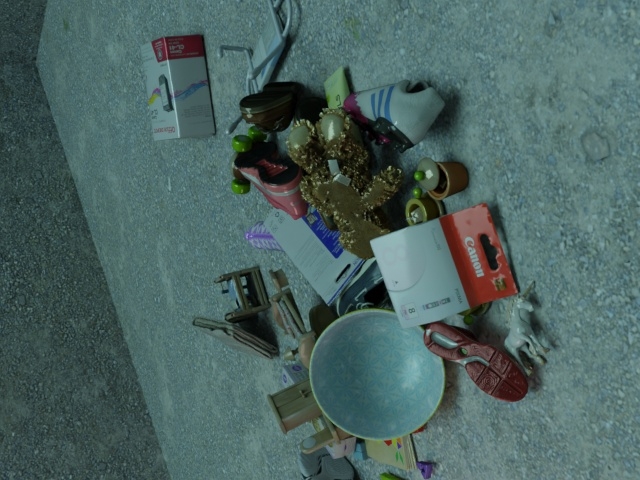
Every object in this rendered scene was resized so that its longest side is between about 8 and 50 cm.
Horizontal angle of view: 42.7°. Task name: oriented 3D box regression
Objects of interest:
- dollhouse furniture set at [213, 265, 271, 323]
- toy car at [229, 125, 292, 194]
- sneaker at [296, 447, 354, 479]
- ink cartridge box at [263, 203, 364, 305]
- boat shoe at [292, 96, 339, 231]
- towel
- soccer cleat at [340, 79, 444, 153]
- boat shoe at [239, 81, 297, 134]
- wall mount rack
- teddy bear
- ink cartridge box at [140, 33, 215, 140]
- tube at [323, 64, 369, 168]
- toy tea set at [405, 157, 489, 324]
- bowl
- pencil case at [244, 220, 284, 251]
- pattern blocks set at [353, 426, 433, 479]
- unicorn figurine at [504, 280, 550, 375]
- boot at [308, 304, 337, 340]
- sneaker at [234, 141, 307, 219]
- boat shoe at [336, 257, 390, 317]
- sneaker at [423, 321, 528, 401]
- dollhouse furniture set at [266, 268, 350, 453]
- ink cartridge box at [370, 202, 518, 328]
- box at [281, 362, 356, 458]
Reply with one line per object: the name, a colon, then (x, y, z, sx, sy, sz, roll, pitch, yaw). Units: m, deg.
dollhouse furniture set: (-0.257, 0.174, 2.454, 0.183, 0.129, 0.129, -33, 72, 57)
toy car: (-0.130, -0.194, 2.158, 0.188, 0.149, 0.155, 20, 125, 22)
sneaker: (0.045, 0.721, 2.142, 0.366, 0.137, 0.210, 40, 130, 41)
ink cartridge box: (0.000, 0.000, 1.967, 0.165, 0.065, 0.333, -51, 49, 15)
boat shoe: (0.008, -0.173, 1.922, 0.120, 0.122, 0.324, 135, 126, -61)
towel: (-0.264, 0.295, 2.478, 0.282, 0.187, 0.049, 0, 59, 60)
soccer cleat: (0.151, -0.267, 1.668, 0.116, 0.143, 0.331, 44, 180, -24)
boat shoe: (-0.109, -0.304, 1.943, 0.110, 0.307, 0.105, 2, 110, 15)
wall mount rack: (-0.172, -0.446, 2.057, 0.350, 0.130, 0.304, 122, 141, -51)
teddy bear: (0.058, -0.125, 1.741, 0.338, 0.113, 0.245, 47, 124, -6)
ink cartridge box: (-0.444, -0.468, 2.533, 0.226, 0.131, 0.306, 7, 105, 58)
tube: (0.053, -0.267, 1.860, 0.070, 0.062, 0.240, -16, 80, 19)
toy tea set: (0.214, 0.005, 1.623, 0.200, 0.124, 0.336, 0, 100, 59)
bowl: (0.131, 0.276, 1.796, 0.156, 0.289, 0.290, -28, -71, -78)
pencil case: (-0.120, -0.010, 2.205, 0.206, 0.088, 0.086, 1, 102, 60)
pattern blocks set: (0.162, 0.473, 1.970, 0.325, 0.026, 0.286, 13, 111, 57)
unicorn figurine: (0.369, 0.172, 1.490, 0.111, 0.060, 0.162, 54, 141, 33)
boot: (0.061, 0.230, 2.004, 0.213, 0.077, 0.165, 63, 147, 14)
sneaker: (-0.116, -0.136, 1.970, 0.314, 0.116, 0.136, 46, 162, 59)
boat shoe: (0.117, 0.120, 1.859, 0.254, 0.095, 0.079, -54, 47, 38)
sneaker: (0.315, 0.222, 1.582, 0.221, 0.128, 0.087, 37, 106, 22)
dollhouse furniture set: (-0.078, 0.305, 2.021, 0.303, 0.173, 0.356, 54, 168, 53)
ink cartridge box: (0.229, 0.051, 1.553, 0.232, 0.066, 0.189, -19, 93, 35)
box: (-0.009, 0.447, 2.181, 0.324, 0.063, 0.067, 47, 138, 49)
